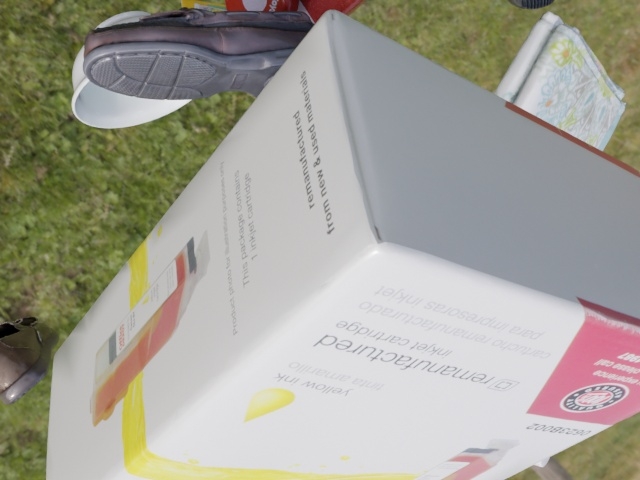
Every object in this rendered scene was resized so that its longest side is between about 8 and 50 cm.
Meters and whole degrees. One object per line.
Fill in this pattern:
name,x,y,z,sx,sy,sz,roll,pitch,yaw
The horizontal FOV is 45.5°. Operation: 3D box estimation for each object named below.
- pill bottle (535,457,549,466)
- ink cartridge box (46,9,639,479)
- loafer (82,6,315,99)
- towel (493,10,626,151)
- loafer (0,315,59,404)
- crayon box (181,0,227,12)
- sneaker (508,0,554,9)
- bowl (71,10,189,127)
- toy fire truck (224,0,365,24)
pill bottle,0.308,0.322,1.363,0.119,0.208,0.119,-28,124,-52
ink cartridge box,0.014,0.082,0.523,0.279,0.160,0.384,17,136,-32
loafer,-0.129,-0.225,0.888,0.302,0.095,0.109,-5,162,-30
towel,0.356,-0.149,1.275,0.320,0.090,0.374,22,98,-50
loafer,-0.612,0.204,1.522,0.134,0.366,0.130,-42,108,-13
crayon box,-0.194,-0.492,1.927,0.323,0.203,0.083,3,149,-20
sneaker,0.375,-0.516,1.388,0.330,0.146,0.122,-50,135,-36
bowl,-0.363,-0.354,1.499,0.298,0.134,0.298,-24,170,-5
toy fire truck,-0.026,-0.423,0.994,0.254,0.302,0.169,-31,180,34
